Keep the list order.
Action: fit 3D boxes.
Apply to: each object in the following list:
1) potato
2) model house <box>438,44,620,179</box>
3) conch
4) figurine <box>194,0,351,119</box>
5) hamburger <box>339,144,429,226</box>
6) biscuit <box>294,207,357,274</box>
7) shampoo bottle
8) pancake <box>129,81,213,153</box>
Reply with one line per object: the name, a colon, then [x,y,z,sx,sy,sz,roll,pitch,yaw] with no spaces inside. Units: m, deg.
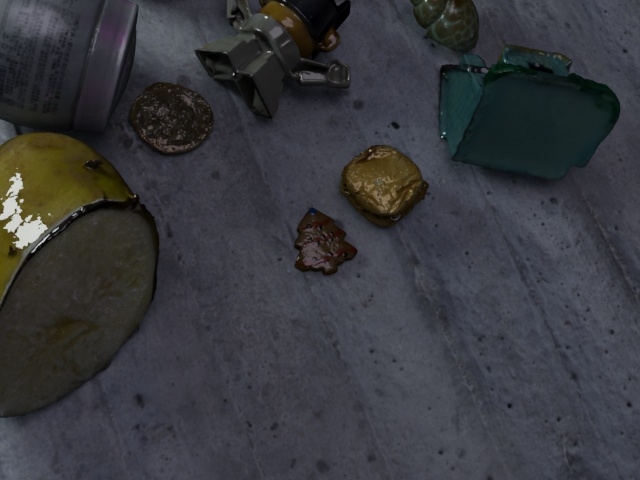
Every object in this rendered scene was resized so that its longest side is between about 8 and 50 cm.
potato: [-0.448,0.028,1.329,0.296,0.290,0.397,36,105,32]
model house: [0.391,-0.285,1.642,0.281,0.230,0.248,10,44,-12]
conch: [0.255,-0.460,1.710,0.116,0.106,0.173,-40,81,-23]
figurine: [-0.069,-0.381,1.586,0.309,0.143,0.308,1,88,-20]
hamburger: [0.115,-0.104,1.560,0.147,0.083,0.138,43,70,6]
biscuit: [0.000,0.000,1.526,0.120,0.019,0.129,-15,74,-18]
shampoo bottle: [-0.446,-0.317,1.399,0.267,0.273,0.272,16,67,-17]
pancake: [-0.270,-0.226,1.542,0.152,0.025,0.151,4,70,-11]
